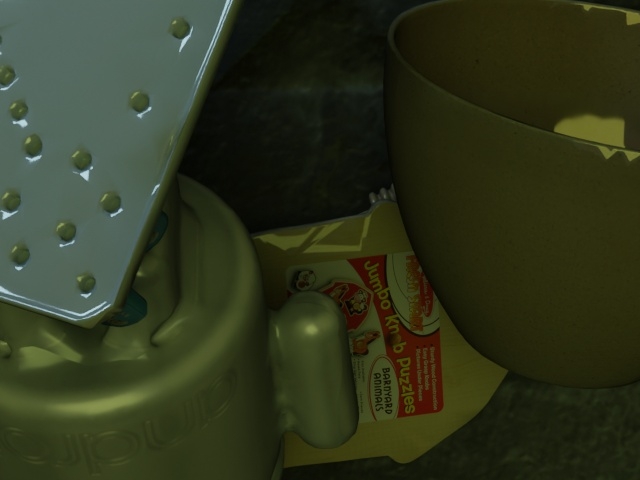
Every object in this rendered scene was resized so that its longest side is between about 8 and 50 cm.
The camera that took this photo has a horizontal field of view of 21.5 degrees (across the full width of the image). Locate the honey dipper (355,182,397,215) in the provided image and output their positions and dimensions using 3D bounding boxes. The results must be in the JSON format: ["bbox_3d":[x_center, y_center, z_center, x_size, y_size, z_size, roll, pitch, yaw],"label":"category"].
[{"bbox_3d":[0.000,0.000,1.165,0.161,0.030,0.030,-25,96,4],"label":"honey dipper"}]

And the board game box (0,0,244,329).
[{"bbox_3d":[-0.199,-0.173,0.934,0.390,0.050,0.389,15,77,25],"label":"board game box"}]

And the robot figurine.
[{"bbox_3d":[-0.128,0.092,1.046,0.300,0.199,0.353,-2,139,4],"label":"robot figurine"}]

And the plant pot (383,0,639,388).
[{"bbox_3d":[0.167,-0.021,1.058,0.284,0.284,0.191,9,115,-1],"label":"plant pot"}]

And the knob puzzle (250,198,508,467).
[{"bbox_3d":[0.051,0.062,1.169,0.213,0.030,0.213,-3,106,-10],"label":"knob puzzle"}]
